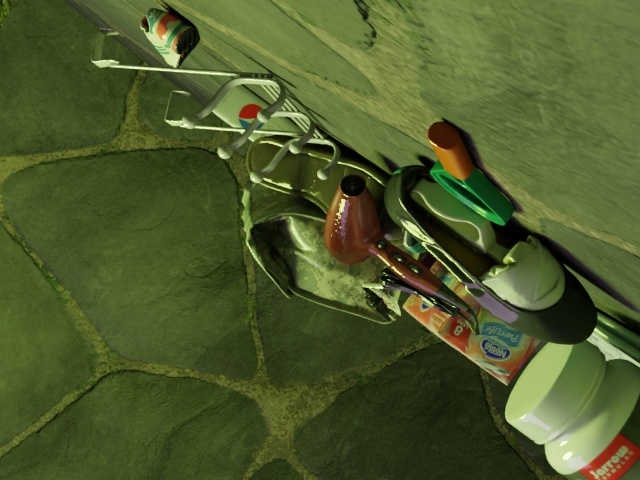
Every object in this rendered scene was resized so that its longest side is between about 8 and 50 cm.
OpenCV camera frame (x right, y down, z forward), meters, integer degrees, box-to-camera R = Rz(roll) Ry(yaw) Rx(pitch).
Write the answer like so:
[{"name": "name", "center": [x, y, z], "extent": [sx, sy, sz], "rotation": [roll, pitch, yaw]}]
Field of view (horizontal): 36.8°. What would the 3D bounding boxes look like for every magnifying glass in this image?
[{"name": "magnifying glass", "center": [0.134, -0.063, 0.898], "extent": [0.092, 0.026, 0.231], "rotation": [37, -178, 20]}]

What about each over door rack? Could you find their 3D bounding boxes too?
[{"name": "over door rack", "center": [-0.157, -0.180, 1.399], "extent": [0.324, 0.108, 0.239], "rotation": [20, 171, 25]}]

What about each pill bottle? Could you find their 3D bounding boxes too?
[{"name": "pill bottle", "center": [0.374, 0.245, 1.149], "extent": [0.283, 0.161, 0.161], "rotation": [36, 180, -1]}]

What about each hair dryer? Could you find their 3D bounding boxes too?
[{"name": "hair dryer", "center": [0.102, 0.013, 1.359], "extent": [0.224, 0.080, 0.293], "rotation": [2, 140, 48]}]

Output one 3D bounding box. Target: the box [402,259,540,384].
[{"name": "box", "center": [0.254, 0.110, 1.567], "extent": [0.142, 0.154, 0.300], "rotation": [36, -179, -6]}]

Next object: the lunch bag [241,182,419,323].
[{"name": "lunch bag", "center": [0.000, 0.000, 1.620], "extent": [0.287, 0.169, 0.235], "rotation": [17, -163, -9]}]

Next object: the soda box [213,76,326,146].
[{"name": "soda box", "center": [-0.087, -0.192, 1.680], "extent": [0.216, 0.069, 0.074], "rotation": [37, -179, 3]}]

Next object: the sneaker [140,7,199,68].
[{"name": "sneaker", "center": [-0.225, -0.304, 1.415], "extent": [0.075, 0.057, 0.161], "rotation": [39, 175, -5]}]

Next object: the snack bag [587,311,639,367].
[{"name": "snack bag", "center": [0.489, 0.209, 1.253], "extent": [0.342, 0.037, 0.323], "rotation": [36, 179, -41]}]

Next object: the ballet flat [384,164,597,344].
[{"name": "ballet flat", "center": [0.182, 0.014, 1.042], "extent": [0.280, 0.095, 0.096], "rotation": [36, 168, 11]}]

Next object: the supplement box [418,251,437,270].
[{"name": "supplement box", "center": [0.143, -0.014, 1.849], "extent": [0.188, 0.081, 0.104], "rotation": [36, 179, 24]}]

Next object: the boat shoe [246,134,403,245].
[{"name": "boat shoe", "center": [0.036, -0.093, 1.500], "extent": [0.307, 0.110, 0.104], "rotation": [30, -156, 22]}]

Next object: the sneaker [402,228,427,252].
[{"name": "sneaker", "center": [0.117, -0.038, 1.229], "extent": [0.098, 0.083, 0.224], "rotation": [41, -178, 18]}]
